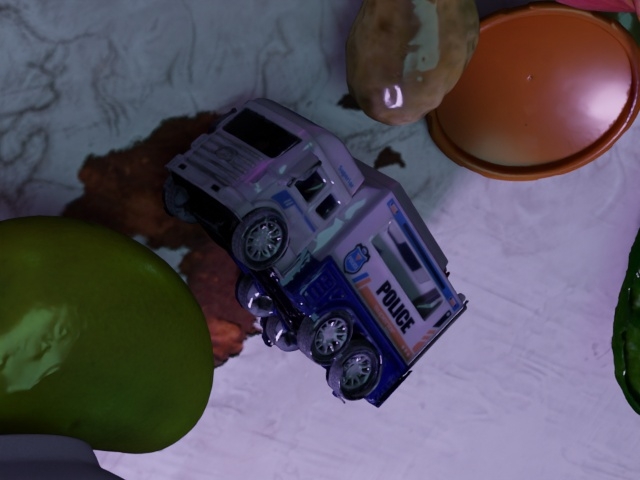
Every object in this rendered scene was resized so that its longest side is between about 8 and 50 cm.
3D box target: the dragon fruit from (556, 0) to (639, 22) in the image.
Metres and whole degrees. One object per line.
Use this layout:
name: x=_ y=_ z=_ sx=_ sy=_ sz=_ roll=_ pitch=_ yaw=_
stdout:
dragon fruit: x=0.265 y=-0.290 z=1.158 sx=0.291 sy=0.189 sz=0.290 roll=-10 pitch=107 yaw=-35

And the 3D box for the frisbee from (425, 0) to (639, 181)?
frisbee: x=0.181 y=-0.131 z=1.339 sx=0.192 sy=0.035 sz=0.192 roll=-2 pitch=133 yaw=-2

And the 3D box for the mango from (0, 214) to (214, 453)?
mango: x=-0.190 y=0.072 z=1.175 sx=0.273 sy=0.149 sz=0.185 roll=9 pitch=114 yaw=-43

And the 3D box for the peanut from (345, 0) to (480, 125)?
peanut: x=0.083 y=-0.200 z=1.230 sx=0.103 sy=0.098 sz=0.229 roll=-35 pitch=143 yaw=-63

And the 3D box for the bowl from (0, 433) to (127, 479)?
bowl: x=-0.226 y=0.226 z=1.097 sx=0.345 sy=0.157 sz=0.345 roll=-6 pitch=162 yaw=-2

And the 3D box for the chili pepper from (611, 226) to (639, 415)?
chili pepper: x=0.416 y=0.008 z=1.511 sx=0.167 sy=0.213 sz=0.385 roll=-46 pitch=156 yaw=-64

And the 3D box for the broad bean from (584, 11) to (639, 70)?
broad bean: x=0.290 y=-0.214 z=1.359 sx=0.174 sy=0.082 sz=0.124 roll=-34 pitch=127 yaw=-10

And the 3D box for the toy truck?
toy truck: x=0.000 y=0.000 z=1.274 sx=0.155 sy=0.124 sz=0.268 roll=-45 pitch=133 yaw=-12
